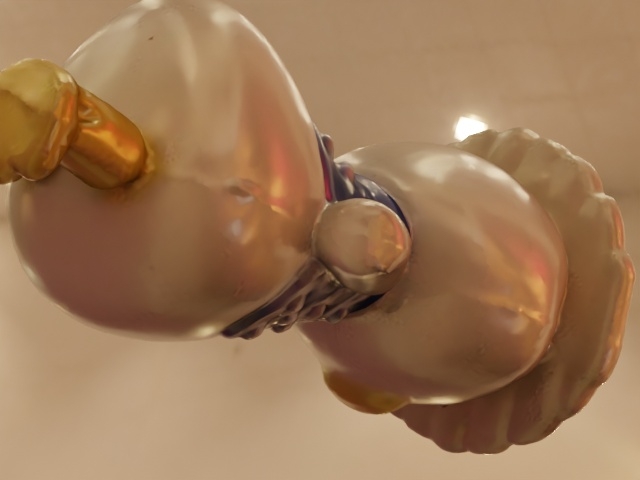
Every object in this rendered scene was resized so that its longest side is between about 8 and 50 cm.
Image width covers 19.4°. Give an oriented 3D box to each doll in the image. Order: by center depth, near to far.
[{"bbox_3d":[0.000,0.000,0.597,0.138,0.119,0.293,8,-5,42],"label":"doll"}]
